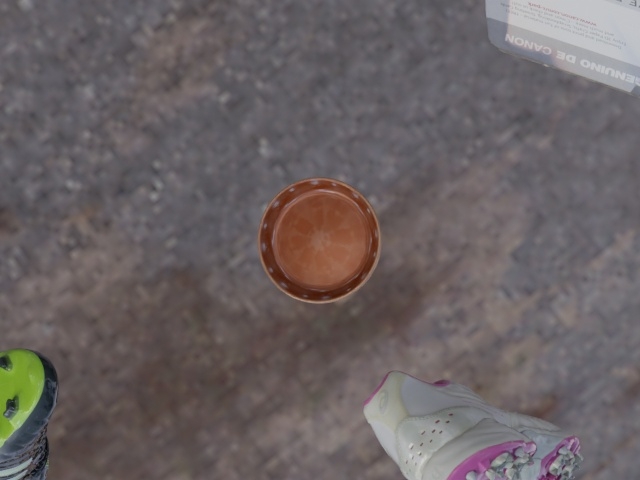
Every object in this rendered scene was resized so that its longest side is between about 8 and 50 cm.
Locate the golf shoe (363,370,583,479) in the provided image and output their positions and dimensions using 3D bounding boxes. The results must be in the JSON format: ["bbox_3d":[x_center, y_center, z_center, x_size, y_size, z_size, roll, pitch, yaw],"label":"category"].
[{"bbox_3d":[0.135,0.174,1.667,0.115,0.140,0.306,-50,157,4],"label":"golf shoe"}]

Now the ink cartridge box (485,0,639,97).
[{"bbox_3d":[0.254,-0.205,1.177,0.130,0.309,0.272,-54,153,-29],"label":"ink cartridge box"}]

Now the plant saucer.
[{"bbox_3d":[0.000,0.000,1.273,0.083,0.083,0.013,-41,170,8],"label":"plant saucer"}]

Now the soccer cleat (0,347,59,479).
[{"bbox_3d":[-0.180,0.113,1.096,0.072,0.060,0.179,5,146,-33],"label":"soccer cleat"}]
